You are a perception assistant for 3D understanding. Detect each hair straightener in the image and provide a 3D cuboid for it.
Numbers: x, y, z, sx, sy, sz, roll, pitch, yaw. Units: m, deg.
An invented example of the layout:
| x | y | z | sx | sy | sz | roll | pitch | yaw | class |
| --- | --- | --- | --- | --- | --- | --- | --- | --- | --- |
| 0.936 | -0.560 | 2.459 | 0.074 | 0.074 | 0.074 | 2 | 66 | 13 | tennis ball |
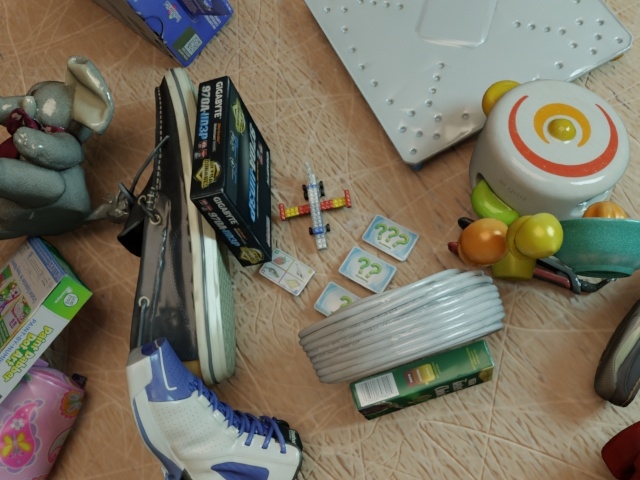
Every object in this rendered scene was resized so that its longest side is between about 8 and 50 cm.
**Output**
| x | y | z | sx | sy | sz | roll | pitch | yaw | class |
| --- | --- | --- | --- | --- | --- | --- | --- | --- | --- |
| 0.302 | 0.009 | 0.967 | 0.230 | 0.047 | 0.089 | 18 | 76 | 18 | hair straightener |

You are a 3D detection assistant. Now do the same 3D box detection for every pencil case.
| x | y | z | sx | sy | sz | roll | pitch | yaw | class |
| --- | --- | --- | --- | --- | --- | --- | --- | --- | --- |
| -0.451 | 0.313 | 0.985 | 0.124 | 0.124 | 0.284 | 18 | 75 | 17 | pencil case |

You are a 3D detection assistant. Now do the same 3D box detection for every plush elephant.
| x | y | z | sx | sy | sz | roll | pitch | yaw | class |
| --- | --- | --- | --- | --- | --- | --- | --- | --- | --- |
| -0.443 | -0.150 | 1.061 | 0.272 | 0.330 | 0.255 | -35 | 62 | 48 | plush elephant |

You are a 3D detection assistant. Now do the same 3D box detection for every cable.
| x | y | z | sx | sy | sz | roll | pitch | yaw | class |
| --- | --- | --- | --- | --- | --- | --- | --- | --- | --- |
| 0.102 | 0.111 | 0.863 | 0.257 | 0.257 | 0.089 | -19 | 80 | -1 | cable |

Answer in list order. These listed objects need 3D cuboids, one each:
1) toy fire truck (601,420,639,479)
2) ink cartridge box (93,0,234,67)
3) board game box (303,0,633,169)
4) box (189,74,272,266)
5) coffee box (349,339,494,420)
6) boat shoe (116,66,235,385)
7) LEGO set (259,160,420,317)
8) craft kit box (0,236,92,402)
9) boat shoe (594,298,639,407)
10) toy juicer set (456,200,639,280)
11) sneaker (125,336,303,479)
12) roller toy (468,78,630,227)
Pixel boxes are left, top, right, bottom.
| x | y | z | sx | sy | sz | roll | pitch | yaw | class |
| --- | --- | --- | --- | --- | --- | --- | --- | --- | --- |
| 0.458 | 0.225 | 0.717 | 0.302 | 0.254 | 0.169 | -17 | 51 | -5 | toy fire truck |
| -0.326 | -0.469 | 1.155 | 0.395 | 0.270 | 0.151 | 40 | 88 | 22 | ink cartridge box |
| 0.222 | -0.352 | 1.113 | 0.390 | 0.050 | 0.390 | -29 | 67 | 1 | board game box |
| -0.124 | -0.099 | 0.988 | 0.051 | 0.175 | 0.220 | -13 | 53 | 13 | box |
| 0.136 | 0.187 | 0.904 | 0.184 | 0.113 | 0.040 | -19 | 67 | 3 | coffee box |
| -0.224 | -0.031 | 1.024 | 0.156 | 0.187 | 0.500 | -7 | 74 | 2 | boat shoe |
| 0.000 | 0.000 | 1.032 | 0.244 | 0.060 | 0.182 | 30 | 75 | 21 | LEGO set |
| -0.469 | 0.123 | 1.022 | 0.247 | 0.061 | 0.250 | -49 | 34 | -10 | craft kit box |
| 0.487 | 0.077 | 0.859 | 0.130 | 0.132 | 0.355 | 38 | 83 | 22 | boat shoe |
| 0.312 | -0.010 | 0.783 | 0.329 | 0.209 | 0.090 | -2 | 78 | 41 | toy juicer set |
| -0.125 | 0.257 | 0.901 | 0.182 | 0.127 | 0.316 | -21 | 102 | -10 | sneaker |
| 0.311 | -0.118 | 0.939 | 0.191 | 0.146 | 0.209 | 8 | 62 | 2 | roller toy |
